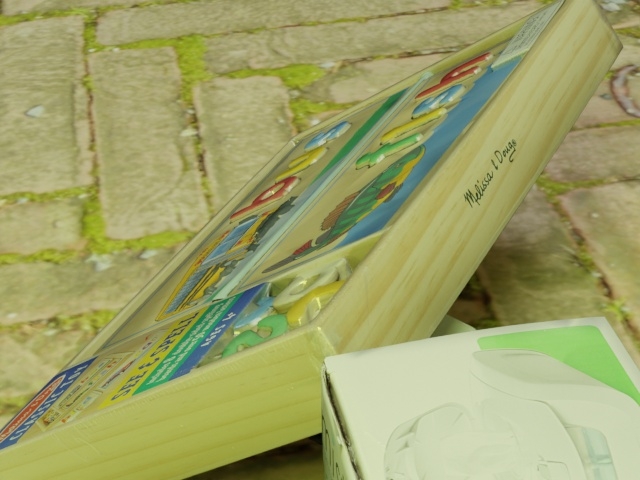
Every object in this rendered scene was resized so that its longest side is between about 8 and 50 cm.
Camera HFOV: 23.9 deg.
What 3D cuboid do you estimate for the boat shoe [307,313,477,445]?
[{"bbox_3d":[0.122,0.121,0.785,0.302,0.114,0.091,20,72,39],"label":"boat shoe"}]

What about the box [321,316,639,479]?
[{"bbox_3d":[0.083,0.196,0.541,0.127,0.231,0.262,-7,32,-9],"label":"box"}]

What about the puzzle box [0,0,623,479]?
[{"bbox_3d":[0.000,0.000,0.888,0.272,0.052,0.409,-25,16,37],"label":"puzzle box"}]
